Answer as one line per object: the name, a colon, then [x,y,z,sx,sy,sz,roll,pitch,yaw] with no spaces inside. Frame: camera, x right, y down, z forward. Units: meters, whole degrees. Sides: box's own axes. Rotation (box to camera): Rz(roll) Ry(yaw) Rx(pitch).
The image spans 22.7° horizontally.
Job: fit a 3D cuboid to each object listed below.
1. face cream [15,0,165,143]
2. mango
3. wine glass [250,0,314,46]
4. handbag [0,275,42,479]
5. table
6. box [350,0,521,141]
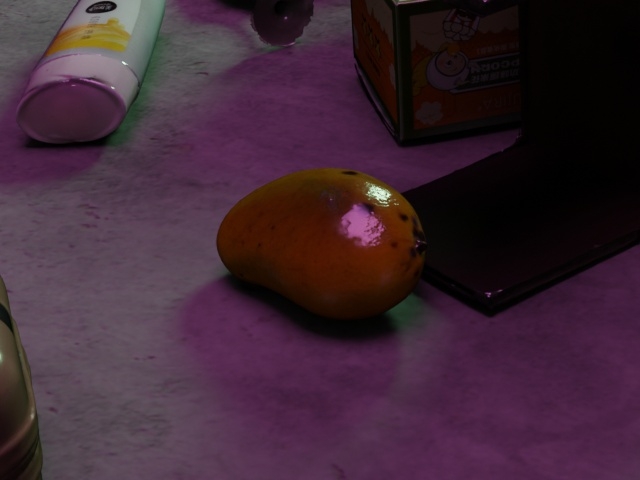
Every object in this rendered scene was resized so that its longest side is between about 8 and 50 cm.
face cream: [-0.214,-0.180,1.552,0.107,0.073,0.269,-8,30,11]
mango: [0.003,-0.002,1.189,0.115,0.090,0.178,-47,38,-19]
wine glass: [-0.080,-0.283,1.718,0.074,0.074,0.262,-14,29,-15]
handbag: [-0.309,0.137,0.938,0.302,0.149,0.283,-12,32,-15]
table: [0.175,-0.128,1.225,0.282,0.250,0.196,-23,35,-30]
box: [0.140,-0.199,1.456,0.195,0.148,0.177,-10,34,-10]
